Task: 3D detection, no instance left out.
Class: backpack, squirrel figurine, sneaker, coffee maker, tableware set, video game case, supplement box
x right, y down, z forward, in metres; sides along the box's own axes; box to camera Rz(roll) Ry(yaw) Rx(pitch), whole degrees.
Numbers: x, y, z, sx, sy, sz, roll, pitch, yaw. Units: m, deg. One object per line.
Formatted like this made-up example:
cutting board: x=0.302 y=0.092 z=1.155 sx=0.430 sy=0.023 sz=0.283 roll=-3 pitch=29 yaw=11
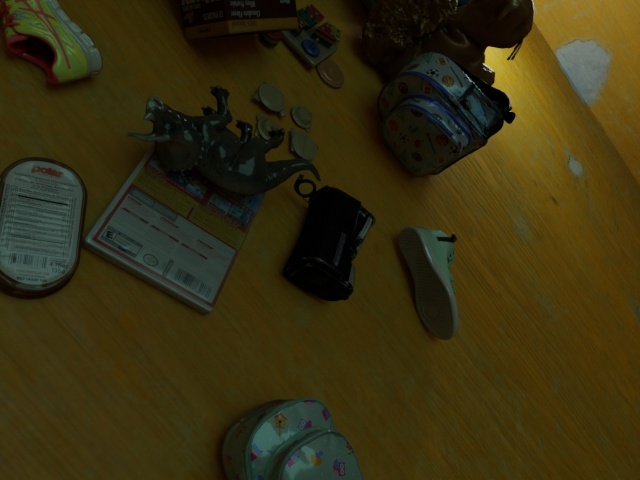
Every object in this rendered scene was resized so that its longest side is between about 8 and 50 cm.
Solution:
backpack: x=-0.037 y=0.314 z=0.638 sx=0.166 sy=0.144 sz=0.188 roll=-16 pitch=77 yaw=-38
squirrel figurine: x=0.324 y=-0.544 z=1.201 sx=0.397 sy=0.371 sz=0.280 roll=32 pitch=52 yaw=-25
sneaker: x=0.276 y=0.086 z=1.047 sx=0.151 sy=0.094 sz=0.255 roll=-3 pitch=73 yaw=-44
coffee maker: x=0.000 y=0.000 z=0.856 sx=0.171 sy=0.120 sz=0.178 roll=23 pitch=52 yaw=-2
backpack: x=0.264 y=-0.301 z=1.133 sx=0.213 sy=0.276 sz=0.263 roll=-41 pitch=95 yaw=-31
sneaker: x=-0.418 y=-0.311 z=0.662 sx=0.208 sy=0.082 sz=0.094 roll=46 pitch=50 yaw=-14
tableware set: x=-0.069 y=-0.243 z=0.967 sx=0.169 sy=0.020 sz=0.140 roll=22 pitch=58 yaw=-32
video game case: x=-0.209 y=-0.051 z=0.750 sx=0.204 sy=0.025 sz=0.285 roll=35 pitch=51 yaw=-22
supplement box: x=-0.160 y=-0.491 z=0.878 sx=0.191 sy=0.129 sz=0.194 roll=-31 pitch=123 yaw=-44

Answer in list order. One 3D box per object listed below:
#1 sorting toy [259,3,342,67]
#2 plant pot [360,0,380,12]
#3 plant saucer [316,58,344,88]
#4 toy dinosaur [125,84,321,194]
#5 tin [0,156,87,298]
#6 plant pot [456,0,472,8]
sorting toy: x=-0.021 y=-0.492 z=1.100 sx=0.132 sy=0.046 sz=0.274 roll=44 pitch=46 yaw=-8
plant pot: x=0.181 y=-0.834 z=1.298 sx=0.323 sy=0.323 sz=0.280 roll=-22 pitch=69 yaw=-44
plant saucer: x=0.025 y=-0.406 z=1.130 sx=0.084 sy=0.013 sz=0.083 roll=18 pitch=59 yaw=-34
toy dinosaur: x=-0.149 y=-0.142 z=0.770 sx=0.314 sy=0.121 sz=0.160 roll=29 pitch=65 yaw=-32
tin: x=-0.361 y=-0.020 z=0.600 sx=0.106 sy=0.040 sz=0.189 roll=14 pitch=61 yaw=-40
plant pot: x=0.425 y=-0.750 z=1.500 sx=0.236 sy=0.212 sz=0.235 roll=14 pitch=61 yaw=-34
